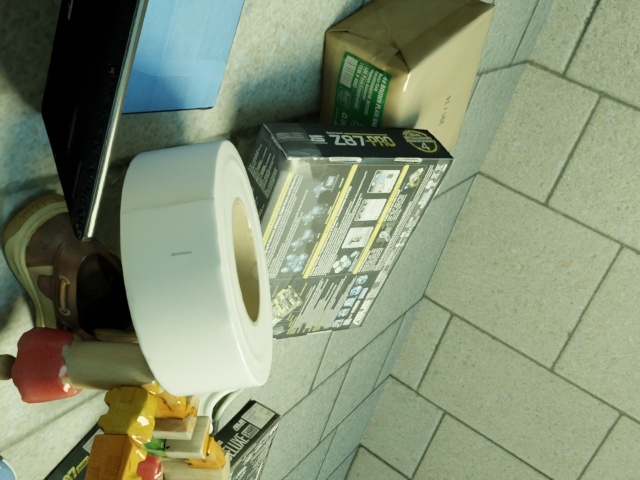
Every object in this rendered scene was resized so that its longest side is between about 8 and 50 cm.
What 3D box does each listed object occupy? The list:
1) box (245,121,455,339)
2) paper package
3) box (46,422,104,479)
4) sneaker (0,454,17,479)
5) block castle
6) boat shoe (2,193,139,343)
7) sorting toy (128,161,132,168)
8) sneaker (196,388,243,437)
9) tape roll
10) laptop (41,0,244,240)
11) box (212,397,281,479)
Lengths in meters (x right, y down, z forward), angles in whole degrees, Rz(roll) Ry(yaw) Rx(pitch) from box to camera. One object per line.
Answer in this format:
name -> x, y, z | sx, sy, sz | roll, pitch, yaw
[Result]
box -> 0.000, 0.000, 1.138 | 0.318, 0.097, 0.395 | -6, 135, -35
paper package -> 0.143, -0.258, 1.257 | 0.309, 0.168, 0.325 | -44, 155, -36
box -> -0.384, 0.418, 1.111 | 0.233, 0.059, 0.183 | -49, 156, -27
sneaker -> -0.424, 0.292, 0.826 | 0.080, 0.081, 0.211 | -57, 160, -12
block castle -> -0.268, 0.333, 0.868 | 0.453, 0.212, 0.303 | 82, 11, -56
boat shoe -> -0.266, 0.090, 0.854 | 0.123, 0.123, 0.342 | -46, 155, -31
sorting toy -> -0.190, 0.030, 0.880 | 0.038, 0.208, 0.193 | -12, 152, 3
sneaker -> -0.240, 0.341, 1.285 | 0.258, 0.091, 0.094 | -54, 158, -13
tape roll -> -0.130, 0.030, 0.801 | 0.286, 0.100, 0.286 | -8, 90, -86
laptop -> -0.099, -0.250, 0.647 | 0.236, 0.408, 0.382 | 6, 117, -30
box -> -0.198, 0.471, 1.296 | 0.307, 0.076, 0.242 | -35, 147, -61
